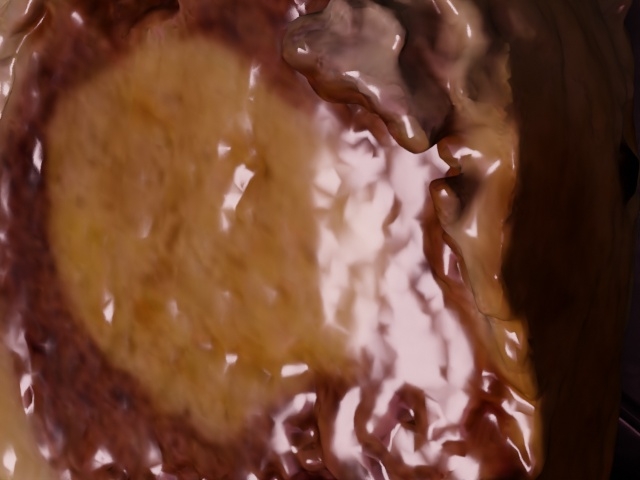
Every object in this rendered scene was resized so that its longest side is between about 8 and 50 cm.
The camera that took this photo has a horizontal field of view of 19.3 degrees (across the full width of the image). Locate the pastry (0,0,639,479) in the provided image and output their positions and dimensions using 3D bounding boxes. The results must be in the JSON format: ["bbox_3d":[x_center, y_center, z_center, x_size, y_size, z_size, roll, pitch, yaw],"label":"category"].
[{"bbox_3d":[-0.005,0.006,0.590,0.236,0.170,0.256,12,110,38],"label":"pastry"}]
